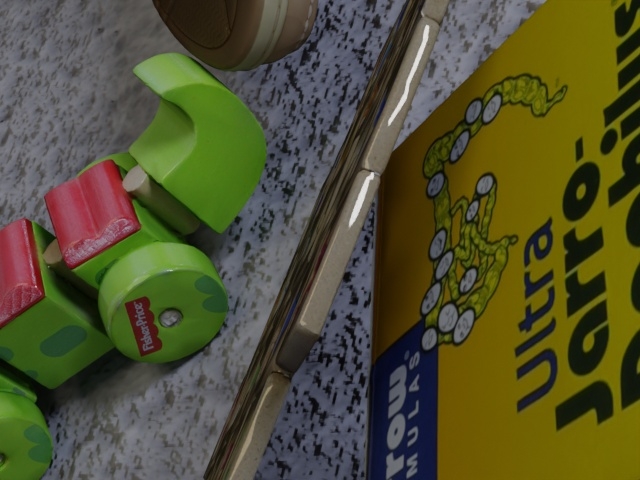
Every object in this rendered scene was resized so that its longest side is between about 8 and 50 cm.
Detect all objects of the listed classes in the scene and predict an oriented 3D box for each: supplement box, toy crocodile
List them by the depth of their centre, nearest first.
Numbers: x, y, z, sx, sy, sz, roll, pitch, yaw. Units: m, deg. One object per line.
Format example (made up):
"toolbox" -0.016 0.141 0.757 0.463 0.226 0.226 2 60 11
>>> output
"supplement box" 0.183 -0.003 0.461 0.356 0.194 0.195 -43 34 47
"toy crocodile" -0.160 0.040 0.889 0.340 0.105 0.115 -40 43 12

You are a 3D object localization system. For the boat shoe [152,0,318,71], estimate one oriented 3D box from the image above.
"boat shoe" -0.039 -0.210 0.944 0.341 0.110 0.122 -108 34 -48

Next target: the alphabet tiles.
"alphabet tiles" 0.000 0.000 0.679 0.342 0.011 0.285 118 174 -72
